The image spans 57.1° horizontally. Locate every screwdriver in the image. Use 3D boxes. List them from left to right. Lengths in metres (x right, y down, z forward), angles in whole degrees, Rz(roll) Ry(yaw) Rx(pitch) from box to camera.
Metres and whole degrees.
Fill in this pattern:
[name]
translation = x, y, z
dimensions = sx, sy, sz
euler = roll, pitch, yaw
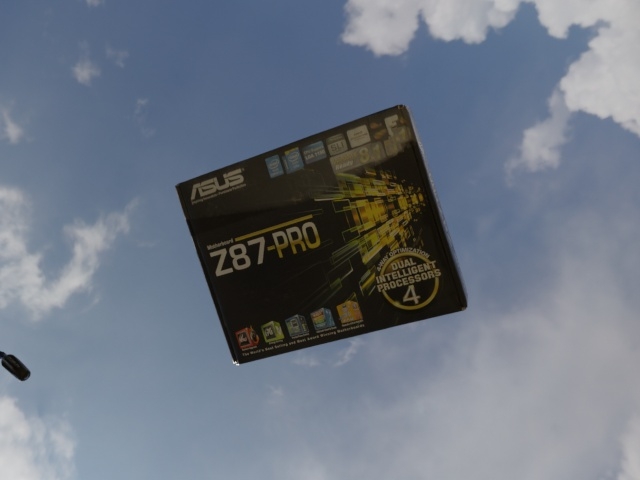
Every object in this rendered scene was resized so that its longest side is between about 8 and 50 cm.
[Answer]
[screwdriver]
translation = -0.497, 0.165, 0.890
dimensions = 0.170, 0.024, 0.025
euler = 25, -119, 23

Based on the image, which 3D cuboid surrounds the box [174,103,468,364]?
[box]
translation = 0.000, 0.000, 0.936
dimensions = 0.395, 0.097, 0.318
euler = -16, -87, 18
